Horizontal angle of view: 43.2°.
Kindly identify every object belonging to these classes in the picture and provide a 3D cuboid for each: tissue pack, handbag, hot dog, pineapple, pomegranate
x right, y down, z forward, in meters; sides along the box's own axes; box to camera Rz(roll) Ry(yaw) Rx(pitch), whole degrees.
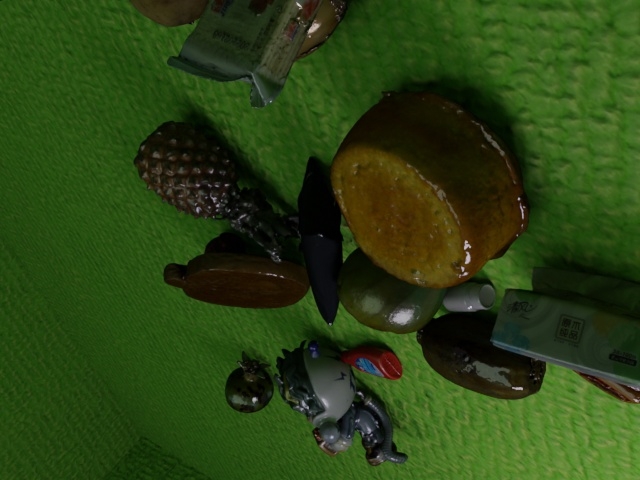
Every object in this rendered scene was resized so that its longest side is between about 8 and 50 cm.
[{"bbox_3d":[0.398,0.120,1.190,0.230,0.145,0.159,14,180,34],"label":"tissue pack"},{"bbox_3d":[0.000,0.000,1.499,0.089,0.211,0.254,-8,137,0],"label":"handbag"},{"bbox_3d":[0.429,0.187,1.318,0.236,0.062,0.092,32,152,20],"label":"hot dog"},{"bbox_3d":[-0.201,-0.088,1.616,0.361,0.175,0.175,41,151,6],"label":"pineapple"},{"bbox_3d":[-0.200,0.412,2.324,0.149,0.148,0.169,31,111,20],"label":"pomegranate"}]

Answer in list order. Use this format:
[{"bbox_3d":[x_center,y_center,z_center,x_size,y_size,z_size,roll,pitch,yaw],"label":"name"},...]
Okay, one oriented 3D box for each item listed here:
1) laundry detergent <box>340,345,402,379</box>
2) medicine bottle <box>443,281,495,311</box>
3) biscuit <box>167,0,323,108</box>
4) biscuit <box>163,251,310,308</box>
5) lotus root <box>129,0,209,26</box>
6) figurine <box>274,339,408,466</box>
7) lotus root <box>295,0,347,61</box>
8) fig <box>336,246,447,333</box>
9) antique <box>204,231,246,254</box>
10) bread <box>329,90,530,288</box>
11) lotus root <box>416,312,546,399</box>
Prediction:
[{"bbox_3d":[0.110,0.276,1.842,0.165,0.049,0.097,0,133,54],"label":"laundry detergent"},{"bbox_3d":[0.260,0.099,1.417,0.089,0.052,0.052,-8,123,54],"label":"medicine bottle"},{"bbox_3d":[-0.064,-0.331,1.040,0.186,0.309,0.079,30,-175,28],"label":"biscuit"},{"bbox_3d":[-0.184,0.084,1.765,0.314,0.063,0.367,9,163,-11],"label":"biscuit"},{"bbox_3d":[-0.204,-0.447,1.141,0.183,0.183,0.310,36,147,12],"label":"lotus root"},{"bbox_3d":[0.032,0.400,1.968,0.382,0.186,0.261,52,176,-27],"label":"figurine"},{"bbox_3d":[-0.074,-0.321,1.182,0.131,0.146,0.303,43,149,-24],"label":"lotus root"},{"bbox_3d":[0.134,0.073,1.416,0.191,0.181,0.181,-37,101,29],"label":"fig"},{"bbox_3d":[-0.222,0.036,1.876,0.104,0.104,0.104,31,148,21],"label":"antique"},{"bbox_3d":[0.159,-0.068,1.199,0.312,0.172,0.312,32,148,23],"label":"bread"},{"bbox_3d":[0.289,0.206,1.450,0.241,0.124,0.122,17,131,38],"label":"lotus root"}]
